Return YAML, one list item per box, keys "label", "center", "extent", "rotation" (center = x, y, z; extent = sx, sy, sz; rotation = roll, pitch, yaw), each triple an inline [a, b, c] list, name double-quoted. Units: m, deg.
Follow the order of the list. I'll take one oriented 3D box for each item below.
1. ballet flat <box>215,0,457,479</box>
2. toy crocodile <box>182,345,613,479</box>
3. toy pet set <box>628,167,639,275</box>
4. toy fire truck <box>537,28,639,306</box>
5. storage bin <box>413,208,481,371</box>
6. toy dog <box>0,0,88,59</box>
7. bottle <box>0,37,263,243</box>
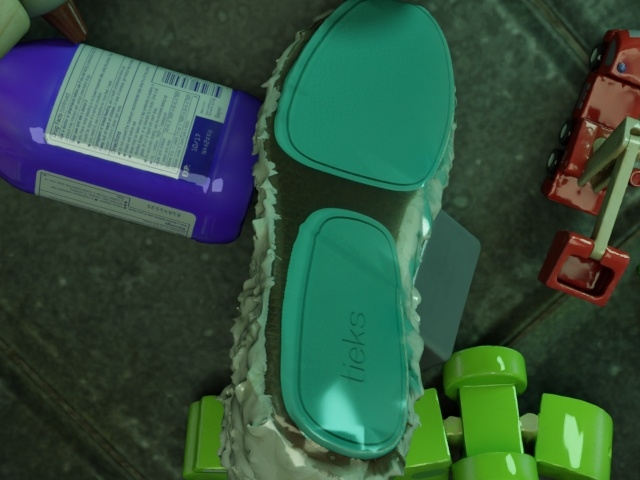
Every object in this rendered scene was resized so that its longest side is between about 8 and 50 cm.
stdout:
- label: "ballet flat"
  center: [0.000, 0.000, 0.753]
  extent: [0.146, 0.409, 0.147]
  rotation: [7, 140, 6]
- label: "toy crocodile"
  center: [0.062, 0.159, 0.881]
  extent: [0.340, 0.105, 0.115]
  rotation: [-3, 60, 1]
- label: "toy pet set"
  center: [0.306, -0.002, 0.866]
  extent: [0.114, 0.065, 0.122]
  rotation: [-12, 102, 2]
- label: "toy fire truck"
  center: [0.208, -0.060, 0.817]
  extent: [0.047, 0.135, 0.192]
  rotation: [20, 101, -5]
- label: "storage bin"
  center: [0.063, 0.044, 0.822]
  extent: [0.098, 0.091, 0.135]
  rotation: [38, 55, -25]
- label: "toy dog"
  center: [-0.259, -0.237, 0.763]
  extent: [0.220, 0.161, 0.334]
  rotation: [-31, 67, -9]
- label: "bottle"
  center: [-0.181, -0.085, 0.812]
  extent: [0.282, 0.118, 0.092]
  rotation: [15, 142, -7]
